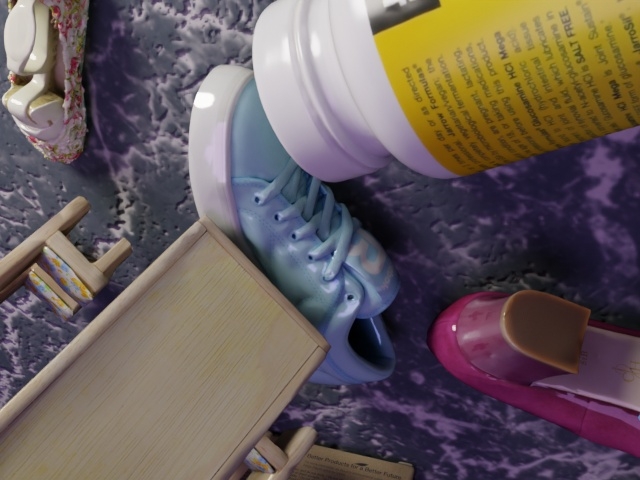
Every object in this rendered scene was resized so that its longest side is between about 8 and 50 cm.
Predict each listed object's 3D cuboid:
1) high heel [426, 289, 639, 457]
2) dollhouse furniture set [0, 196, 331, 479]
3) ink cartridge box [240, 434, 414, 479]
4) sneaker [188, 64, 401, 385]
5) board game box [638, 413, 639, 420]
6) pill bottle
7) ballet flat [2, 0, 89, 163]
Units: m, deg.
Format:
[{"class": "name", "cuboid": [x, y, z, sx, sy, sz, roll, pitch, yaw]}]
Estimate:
[{"class": "high heel", "cuboid": [0.289, 0.147, 0.674, 0.377, 0.127, 0.181, 30, 162, -6]}, {"class": "dollhouse furniture set", "cuboid": [-0.200, 0.166, 0.682, 0.362, 0.256, 0.394, 47, 150, -8]}, {"class": "ink cartridge box", "cuboid": [-0.016, 0.356, 0.870, 0.234, 0.193, 0.088, 7, 128, 20]}, {"class": "sneaker", "cuboid": [0.000, 0.000, 0.655, 0.150, 0.135, 0.366, 2, 136, 21]}, {"class": "board game box", "cuboid": [0.368, 0.081, 0.535, 0.211, 0.039, 0.160, -3, 123, -12]}, {"class": "pill bottle", "cuboid": [0.128, -0.148, 0.446, 0.333, 0.188, 0.188, -16, 116, 31]}, {"class": "ballet flat", "cuboid": [-0.275, -0.166, 0.682, 0.091, 0.077, 0.241, 22, 130, 7]}]
